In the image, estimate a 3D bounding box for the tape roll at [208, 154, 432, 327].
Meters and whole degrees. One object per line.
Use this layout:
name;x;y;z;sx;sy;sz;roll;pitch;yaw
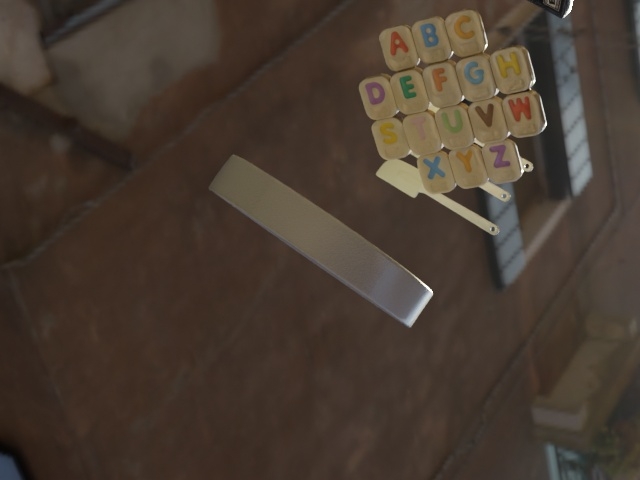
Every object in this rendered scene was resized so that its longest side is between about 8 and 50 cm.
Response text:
tape roll;0.000;0.000;1.939;0.072;0.392;0.392;-55;-146;-1

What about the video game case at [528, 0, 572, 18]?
video game case;0.343;-0.545;2.113;0.248;0.275;0.035;34;-122;22

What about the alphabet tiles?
alphabet tiles;0.201;-0.209;1.908;0.284;0.278;0.021;-8;-162;30

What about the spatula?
spatula;0.228;-0.128;2.082;0.242;0.168;0.019;32;-173;22
